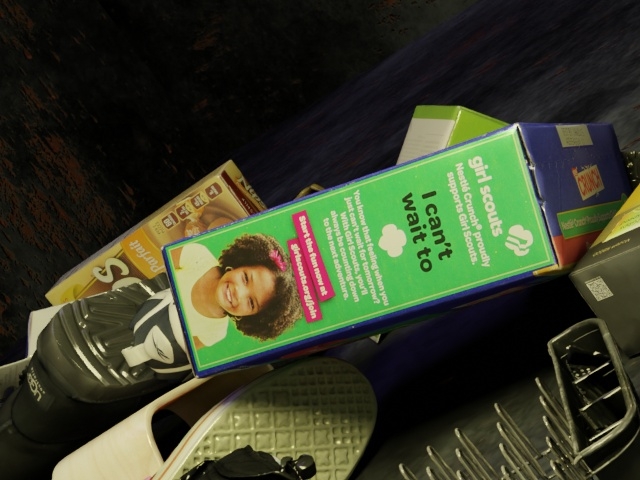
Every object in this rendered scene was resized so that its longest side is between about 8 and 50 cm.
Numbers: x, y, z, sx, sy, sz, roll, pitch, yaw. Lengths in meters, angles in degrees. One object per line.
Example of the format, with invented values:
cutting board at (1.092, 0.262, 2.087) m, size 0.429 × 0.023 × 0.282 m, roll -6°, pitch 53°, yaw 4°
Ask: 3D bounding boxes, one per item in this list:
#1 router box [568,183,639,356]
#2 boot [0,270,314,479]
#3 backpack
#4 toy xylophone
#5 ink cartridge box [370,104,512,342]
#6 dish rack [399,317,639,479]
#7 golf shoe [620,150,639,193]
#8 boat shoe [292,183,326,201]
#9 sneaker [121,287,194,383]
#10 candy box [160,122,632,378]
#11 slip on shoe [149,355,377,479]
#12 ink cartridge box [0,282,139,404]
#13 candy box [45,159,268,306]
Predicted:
router box at (0.352, -0.056, 1.190) m, size 0.309 × 0.081 × 0.243 m, roll -27°, pitch 14°, yaw 46°
boot at (-0.245, 0.212, 1.888) m, size 0.367 × 0.146 × 0.445 m, roll -5°, pitch -35°, yaw -43°
backpack at (-0.063, 0.222, 1.253) m, size 0.152 × 0.115 × 0.182 m, roll -26°, pitch 8°, yaw -6°
toy xylophone at (-0.113, 0.171, 1.574) m, size 0.236 × 0.081 × 0.322 m, roll -34°, pitch -3°, yaw 31°
ink cartridge box at (0.123, -0.010, 1.816) m, size 0.189 × 0.097 × 0.255 m, roll -155°, pitch 83°, yaw -79°
dish rack at (0.090, 0.173, 1.056) m, size 0.271 × 0.074 × 0.208 m, roll -35°, pitch 9°, yaw 11°
golf shoe at (0.238, -0.033, 1.508) m, size 0.198 × 0.077 × 0.094 m, roll -17°, pitch -1°, yaw 26°
boat shoe at (0.000, 0.000, 2.125) m, size 0.110 × 0.104 × 0.307 m, roll -37°, pitch 9°, yaw 1°
sneaker at (-0.109, 0.069, 1.661) m, size 0.153 × 0.094 × 0.235 m, roll -23°, pitch 12°, yaw 30°
candy box at (0.076, 0.005, 1.385) m, size 0.317 × 0.122 × 0.268 m, roll -20°, pitch -6°, yaw 25°
slip on shoe at (-0.090, 0.217, 1.393) m, size 0.331 × 0.123 × 0.101 m, roll -44°, pitch 7°, yaw -14°
ink cartridge box at (-0.238, 0.122, 1.967) m, size 0.332 × 0.065 × 0.165 m, roll -16°, pitch -29°, yaw -25°
candy box at (-0.199, 0.053, 2.353) m, size 0.316 × 0.183 × 0.087 m, roll -34°, pitch 9°, yaw 18°
